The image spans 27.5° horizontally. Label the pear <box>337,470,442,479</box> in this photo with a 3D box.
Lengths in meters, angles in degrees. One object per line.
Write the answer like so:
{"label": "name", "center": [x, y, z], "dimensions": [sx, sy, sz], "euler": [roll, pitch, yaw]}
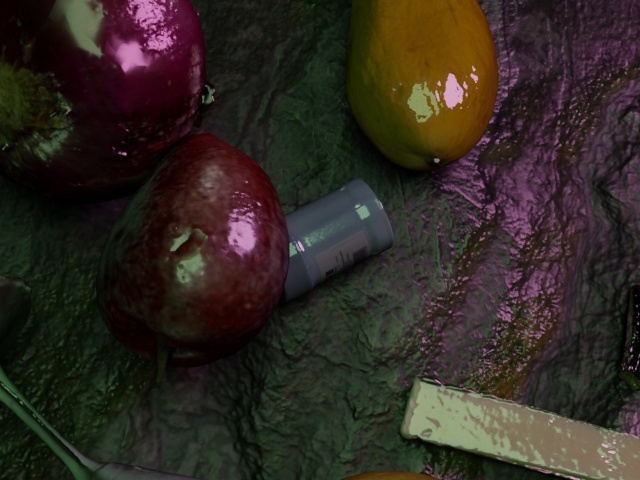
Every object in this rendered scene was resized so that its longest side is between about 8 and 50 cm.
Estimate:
{"label": "pear", "center": [0.061, 0.382, 1.368], "dimensions": [0.303, 0.304, 0.304], "euler": [2, 69, -4]}

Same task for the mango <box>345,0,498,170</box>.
{"label": "mango", "center": [0.132, -0.240, 1.684], "dimensions": [0.195, 0.142, 0.332], "euler": [7, 67, -7]}

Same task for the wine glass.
{"label": "wine glass", "center": [-0.262, 0.242, 1.425], "dimensions": [0.406, 0.267, 0.267], "euler": [42, 72, 17]}

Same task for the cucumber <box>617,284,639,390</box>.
{"label": "cucumber", "center": [0.395, 0.119, 1.627], "dimensions": [0.034, 0.033, 0.135], "euler": [31, 65, -34]}

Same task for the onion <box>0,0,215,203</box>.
{"label": "onion", "center": [-0.267, -0.236, 1.585], "dimensions": [0.347, 0.348, 0.385], "euler": [36, 36, 9]}

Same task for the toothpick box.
{"label": "toothpick box", "center": [0.000, 0.000, 1.603], "dimensions": [0.153, 0.101, 0.101], "euler": [-26, 74, -14]}

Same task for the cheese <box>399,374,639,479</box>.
{"label": "cheese", "center": [0.295, 0.250, 1.572], "dimensions": [0.400, 0.034, 0.085], "euler": [14, 74, 1]}

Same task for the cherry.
{"label": "cherry", "center": [-0.140, 0.015, 1.466], "dimensions": [0.203, 0.230, 0.300], "euler": [15, 68, -13]}
